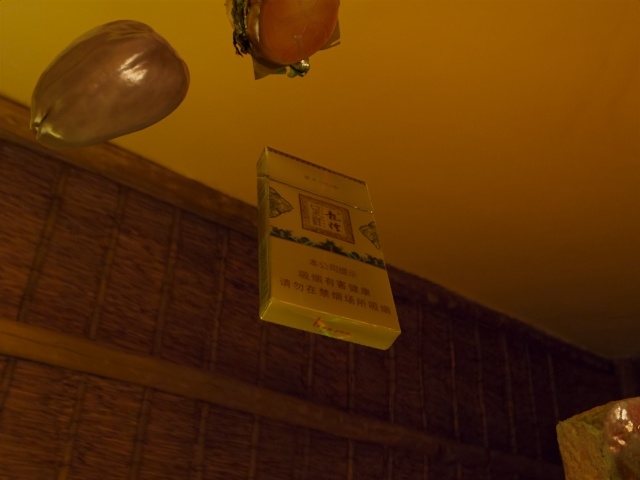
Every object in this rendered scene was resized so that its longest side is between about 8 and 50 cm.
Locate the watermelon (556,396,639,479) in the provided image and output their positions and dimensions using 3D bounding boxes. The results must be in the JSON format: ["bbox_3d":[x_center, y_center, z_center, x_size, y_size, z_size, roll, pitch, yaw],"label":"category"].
[{"bbox_3d":[0.244,0.208,0.476,0.154,0.094,0.241,-31,-83,-11],"label":"watermelon"}]

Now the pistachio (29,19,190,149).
[{"bbox_3d":[-0.212,-0.154,0.686,0.108,0.126,0.185,49,-132,1],"label":"pistachio"}]

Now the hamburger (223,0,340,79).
[{"bbox_3d":[-0.049,-0.292,0.841,0.164,0.189,0.093,-22,-136,-33],"label":"hamburger"}]

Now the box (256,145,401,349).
[{"bbox_3d":[0.000,0.001,0.813,0.153,0.041,0.279,16,-142,-19],"label":"box"}]
